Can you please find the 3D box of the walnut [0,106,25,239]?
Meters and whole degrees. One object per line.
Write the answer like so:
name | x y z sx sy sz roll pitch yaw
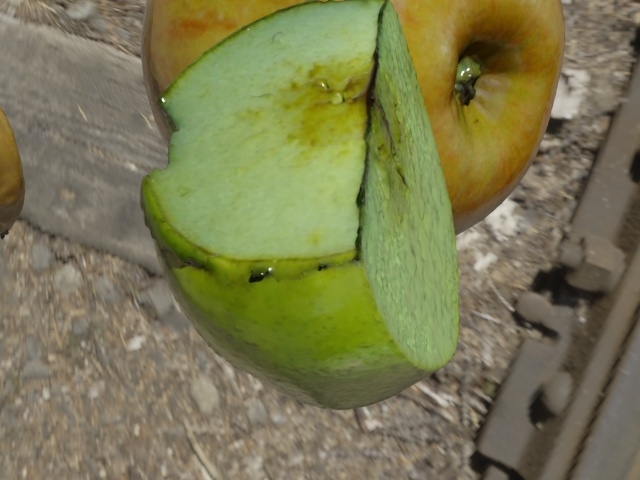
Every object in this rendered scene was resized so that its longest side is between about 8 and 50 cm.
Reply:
walnut | -0.263 -0.047 0.882 0.167 0.211 0.087 43 58 -2

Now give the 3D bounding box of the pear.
pear | 0.000 0.000 1.050 0.159 0.292 0.292 -11 103 19

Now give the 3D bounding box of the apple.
apple | 0.039 -0.174 1.371 0.400 0.334 0.400 1 88 -41
